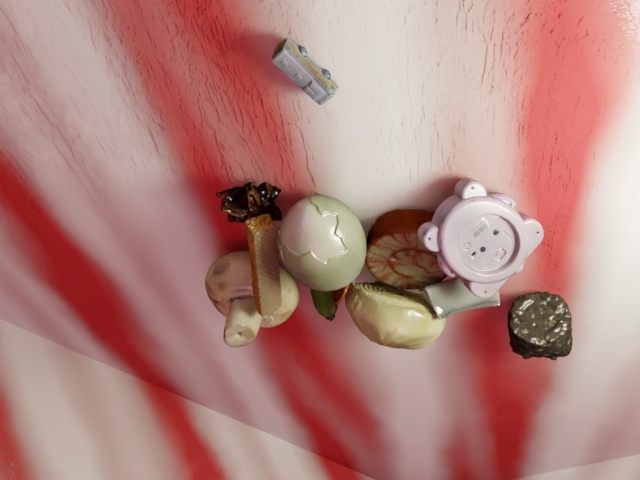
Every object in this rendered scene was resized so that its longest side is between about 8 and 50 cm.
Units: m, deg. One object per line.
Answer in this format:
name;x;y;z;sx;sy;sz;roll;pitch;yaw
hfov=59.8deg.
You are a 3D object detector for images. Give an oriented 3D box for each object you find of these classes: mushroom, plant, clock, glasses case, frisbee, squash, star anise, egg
mushroom;-0.246;0.200;2.076;0.325;0.353;0.353;-21;139;-11
plant;0.783;0.326;1.996;0.215;0.213;0.312;-3;148;16
clock;0.474;-0.010;1.665;0.322;0.113;0.295;36;100;-19
glasses case;0.471;0.189;1.876;0.308;0.128;0.083;-8;158;-28
frisbee;0.085;0.134;1.970;0.035;0.192;0.192;16;141;-12
squash;0.012;0.199;2.141;0.102;0.101;0.378;3;141;12
star anise;-0.217;-0.127;1.799;0.190;0.125;0.220;-6;152;4
egg;0.000;0.000;1.768;0.279;0.278;0.336;-5;136;20

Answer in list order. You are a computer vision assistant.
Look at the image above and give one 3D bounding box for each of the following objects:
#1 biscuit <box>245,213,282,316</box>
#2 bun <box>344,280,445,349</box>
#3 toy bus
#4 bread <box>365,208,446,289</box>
biscuit;-0.183;0.091;1.848;0.054;0.094;0.378;38;139;43
bun;0.254;0.274;1.956;0.365;0.202;0.364;14;-175;-1
toy bus;-0.038;-0.431;1.427;0.190;0.075;0.064;39;133;-27
bread;0.297;0.033;1.853;0.295;0.114;0.327;15;142;-3
